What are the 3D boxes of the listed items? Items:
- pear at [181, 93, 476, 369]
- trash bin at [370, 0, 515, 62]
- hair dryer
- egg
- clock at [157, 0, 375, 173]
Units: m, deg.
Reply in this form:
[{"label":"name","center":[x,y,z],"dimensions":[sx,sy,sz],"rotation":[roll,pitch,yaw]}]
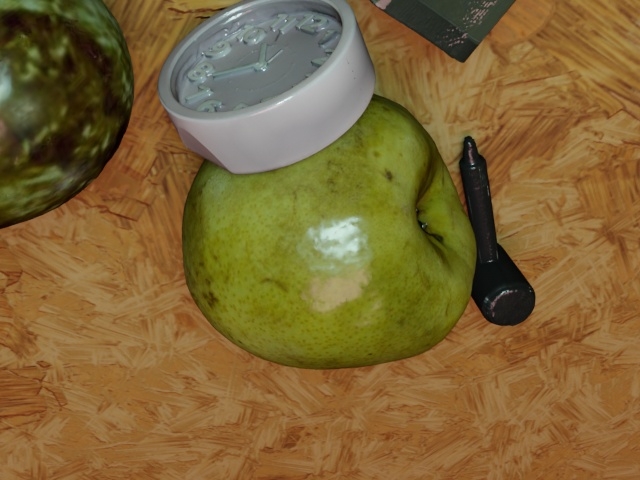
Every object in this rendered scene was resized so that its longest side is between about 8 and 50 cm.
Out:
[{"label":"pear","center":[0.000,0.000,0.946],"dimensions":[0.304,0.303,0.303],"rotation":[-5,134,-5]},{"label":"trash bin","center":[0.143,-0.300,0.762],"dimensions":[0.122,0.164,0.240],"rotation":[26,124,-30]},{"label":"hair dryer","center":[0.206,-0.015,1.098],"dimensions":[0.071,0.114,0.248],"rotation":[-17,127,-4]},{"label":"egg","center":[-0.301,-0.122,0.787],"dimensions":[0.238,0.289,0.238],"rotation":[32,152,20]},{"label":"clock","center":[-0.051,-0.154,0.848],"dimensions":[0.197,0.196,0.068],"rotation":[-18,133,8]}]
